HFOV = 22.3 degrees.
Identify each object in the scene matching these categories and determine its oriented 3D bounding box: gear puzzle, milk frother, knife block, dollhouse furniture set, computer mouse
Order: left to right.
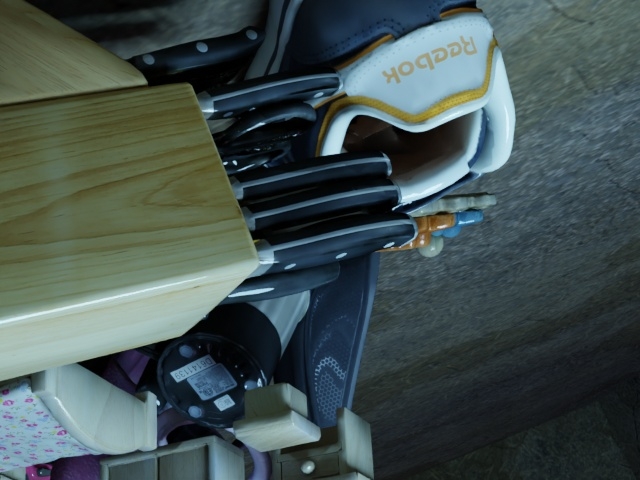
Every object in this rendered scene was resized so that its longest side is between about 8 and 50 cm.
[{"bbox_3d":[-0.162,0.178,1.064,0.303,0.174,0.355,-15,152,22],"label":"dollhouse furniture set"},{"bbox_3d":[-0.089,0.009,0.728,0.088,0.242,0.276,-43,-160,51],"label":"knife block"},{"bbox_3d":[-0.093,0.048,1.224,0.129,0.143,0.135,-10,-154,20],"label":"milk frother"},{"bbox_3d":[-0.010,0.111,1.332,0.072,0.272,0.188,12,165,-6],"label":"computer mouse"},{"bbox_3d":[0.000,0.000,1.079,0.175,0.044,0.339,-5,-179,21],"label":"gear puzzle"}]

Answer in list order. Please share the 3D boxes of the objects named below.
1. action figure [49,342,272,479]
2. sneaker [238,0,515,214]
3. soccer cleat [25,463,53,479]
[{"bbox_3d":[-0.198,0.274,1.407,0.370,0.276,0.248,-52,125,-5],"label":"action figure"},{"bbox_3d":[0.028,-0.067,0.928,0.126,0.127,0.321,-24,167,-7],"label":"sneaker"},{"bbox_3d":[-0.380,0.291,1.627,0.143,0.116,0.331,-5,-176,37],"label":"soccer cleat"}]
